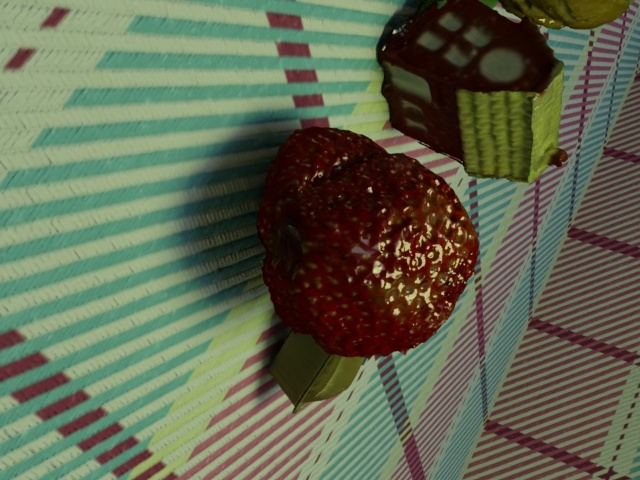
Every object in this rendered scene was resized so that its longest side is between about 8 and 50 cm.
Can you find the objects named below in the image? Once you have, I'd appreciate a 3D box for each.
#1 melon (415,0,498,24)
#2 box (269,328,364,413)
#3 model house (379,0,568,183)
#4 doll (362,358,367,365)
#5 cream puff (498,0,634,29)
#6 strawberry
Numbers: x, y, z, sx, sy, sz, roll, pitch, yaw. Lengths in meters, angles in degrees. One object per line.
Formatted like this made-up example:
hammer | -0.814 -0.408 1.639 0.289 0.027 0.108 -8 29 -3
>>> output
melon | 0.193 -0.347 1.257 0.262 0.053 0.114 -26 149 -54
box | 0.006 0.150 1.087 0.111 0.111 0.177 -31 155 -56
model house | 0.231 -0.200 1.128 0.160 0.254 0.196 -47 151 -18
doll | 0.053 0.167 1.300 0.206 0.067 0.110 -58 147 -2
cream puff | 0.351 -0.448 1.219 0.327 0.231 0.343 24 61 -36
strawberry | 0.033 0.011 0.896 0.288 0.250 0.238 -6 119 -67
